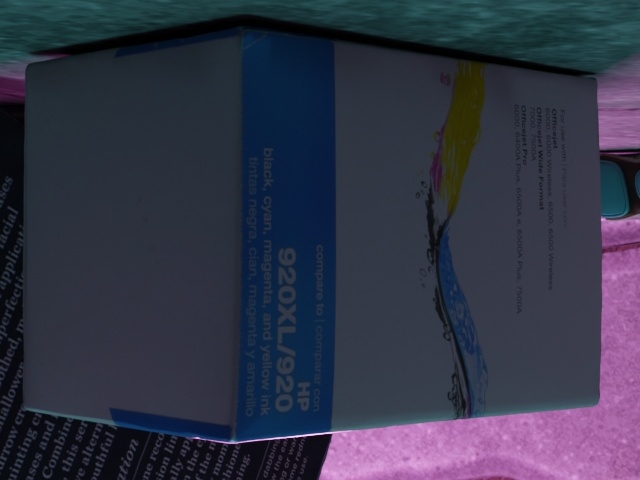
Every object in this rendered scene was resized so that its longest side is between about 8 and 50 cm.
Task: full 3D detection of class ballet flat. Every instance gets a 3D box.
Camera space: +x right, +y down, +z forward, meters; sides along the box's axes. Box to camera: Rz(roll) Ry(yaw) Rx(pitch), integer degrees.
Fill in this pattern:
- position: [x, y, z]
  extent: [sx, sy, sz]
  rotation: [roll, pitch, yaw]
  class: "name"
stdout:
- position: [0.262, -0.045, 1.169]
  extent: [0.052, 0.057, 0.168]
  rotation: [-10, -173, -38]
  class: "ballet flat"

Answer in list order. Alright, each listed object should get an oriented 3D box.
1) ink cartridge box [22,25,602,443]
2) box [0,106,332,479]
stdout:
- position: [0.000, 0.000, 0.700]
  extent: [0.233, 0.168, 0.171]
  rotation: [1, 179, -41]
  class: "ink cartridge box"
- position: [-0.223, 0.089, 0.940]
  extent: [0.293, 0.212, 0.395]
  rotation: [1, 153, 39]
  class: "box"
